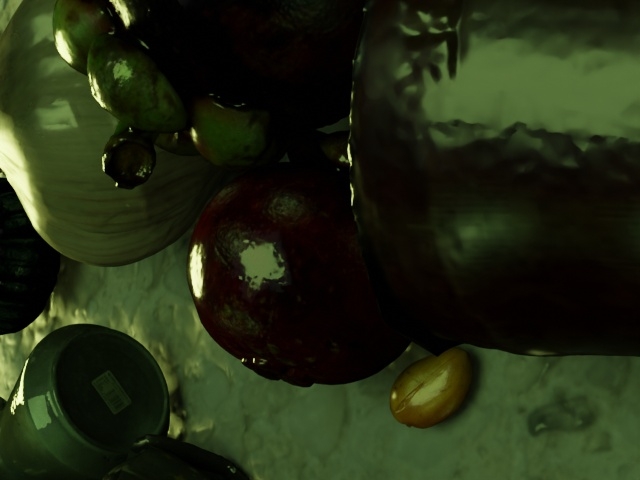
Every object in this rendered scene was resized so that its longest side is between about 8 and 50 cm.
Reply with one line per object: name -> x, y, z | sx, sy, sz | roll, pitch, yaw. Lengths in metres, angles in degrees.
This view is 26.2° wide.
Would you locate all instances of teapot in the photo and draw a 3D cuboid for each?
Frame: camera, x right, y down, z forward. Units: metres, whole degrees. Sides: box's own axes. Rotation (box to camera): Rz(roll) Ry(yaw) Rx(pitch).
teapot -> -0.269, 0.214, 1.472 | 0.225, 0.171, 0.203 | -37, 83, 42

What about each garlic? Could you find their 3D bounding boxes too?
garlic -> -0.201, -0.145, 1.389 | 0.317, 0.260, 0.317 | -179, 90, -82

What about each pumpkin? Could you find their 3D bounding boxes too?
pumpkin -> -0.385, 0.020, 1.624 | 0.194, 0.150, 0.194 | 27, 135, 31

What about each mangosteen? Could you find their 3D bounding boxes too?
mangosteen -> -0.063, -0.209, 1.159 | 0.311, 0.311, 0.311 | -9, 77, 43
mangosteen -> 0.000, 0.000, 1.211 | 0.215, 0.215, 0.257 | 1, 66, 44

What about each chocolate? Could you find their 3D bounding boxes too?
chocolate -> 0.237, -0.085, 0.923 | 0.331, 0.384, 0.383 | 7, 88, 28

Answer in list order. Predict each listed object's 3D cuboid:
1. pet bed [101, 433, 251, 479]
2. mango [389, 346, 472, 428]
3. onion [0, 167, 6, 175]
pet bed -> -0.155, 0.319, 1.345 | 0.183, 0.159, 0.210 | 29, 107, 13
mango -> 0.098, 0.126, 1.196 | 0.089, 0.046, 0.060 | -49, 52, 21
onion -> -0.356, -0.142, 1.647 | 0.206, 0.098, 0.151 | 13, 93, 45
